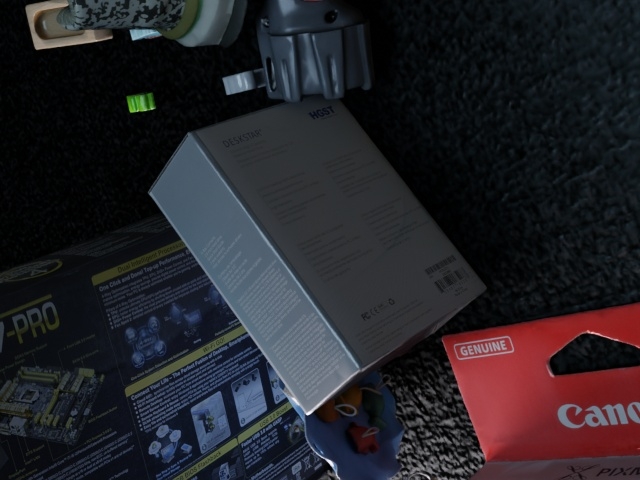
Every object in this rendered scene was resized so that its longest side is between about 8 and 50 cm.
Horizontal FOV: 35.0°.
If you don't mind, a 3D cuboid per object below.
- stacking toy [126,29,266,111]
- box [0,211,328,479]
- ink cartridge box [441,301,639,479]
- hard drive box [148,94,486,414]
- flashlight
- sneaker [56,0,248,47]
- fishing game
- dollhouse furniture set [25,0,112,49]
[{"bbox_3d":[-0.136,-0.218,0.986,0.221,0.052,0.166,-3,104,45],"label":"stacking toy"},{"bbox_3d":[-0.169,0.156,0.926,0.097,0.395,0.318,1,109,40],"label":"box"},{"bbox_3d":[0.236,0.187,0.808,0.296,0.066,0.261,-16,97,44],"label":"ink cartridge box"},{"bbox_3d":[0.000,0.000,0.860,0.232,0.181,0.089,54,134,11],"label":"hard drive box"},{"bbox_3d":[-0.008,-0.269,0.819,0.103,0.103,0.304,29,133,61],"label":"flashlight"},{"bbox_3d":[-0.219,-0.325,0.851,0.410,0.182,0.158,56,141,22],"label":"sneaker"},{"bbox_3d":[0.024,0.127,0.899,0.041,0.189,0.264,-31,82,24],"label":"fishing game"},{"bbox_3d":[-0.327,-0.275,1.077,0.144,0.123,0.151,4,110,41],"label":"dollhouse furniture set"}]
